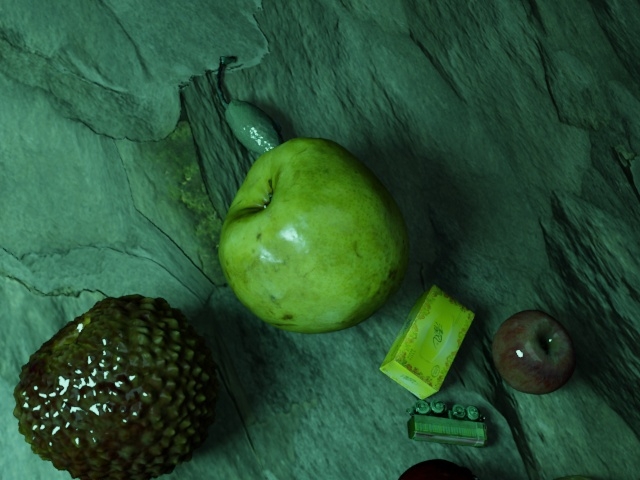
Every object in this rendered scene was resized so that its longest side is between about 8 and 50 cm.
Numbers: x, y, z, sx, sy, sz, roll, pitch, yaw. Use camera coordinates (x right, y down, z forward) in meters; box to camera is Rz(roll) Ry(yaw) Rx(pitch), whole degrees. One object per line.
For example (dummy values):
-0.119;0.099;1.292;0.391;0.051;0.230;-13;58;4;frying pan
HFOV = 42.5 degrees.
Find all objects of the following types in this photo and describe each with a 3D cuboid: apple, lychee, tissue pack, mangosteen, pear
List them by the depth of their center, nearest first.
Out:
-0.265;0.211;1.123;0.267;0.267;0.267;10;62;-19;lychee
0.175;0.435;1.250;0.199;0.200;0.200;10;62;-19;mangosteen
0.000;0.000;1.312;0.304;0.304;0.304;10;62;-19;pear
0.189;0.175;1.436;0.095;0.062;0.176;36;58;-3;tissue pack
0.378;0.201;1.471;0.153;0.120;0.153;13;55;-19;apple

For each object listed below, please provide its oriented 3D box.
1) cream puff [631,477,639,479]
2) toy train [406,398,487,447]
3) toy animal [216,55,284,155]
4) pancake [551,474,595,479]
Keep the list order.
0.601;0.470;1.445;0.133;0.104;0.119;-2;60;-25;cream puff
0.213;0.309;1.395;0.148;0.038;0.071;11;61;-17;toy train
-0.143;-0.239;1.508;0.079;0.070;0.253;11;41;-58;toy animal
0.434;0.526;1.336;0.294;0.049;0.294;7;46;-7;pancake
